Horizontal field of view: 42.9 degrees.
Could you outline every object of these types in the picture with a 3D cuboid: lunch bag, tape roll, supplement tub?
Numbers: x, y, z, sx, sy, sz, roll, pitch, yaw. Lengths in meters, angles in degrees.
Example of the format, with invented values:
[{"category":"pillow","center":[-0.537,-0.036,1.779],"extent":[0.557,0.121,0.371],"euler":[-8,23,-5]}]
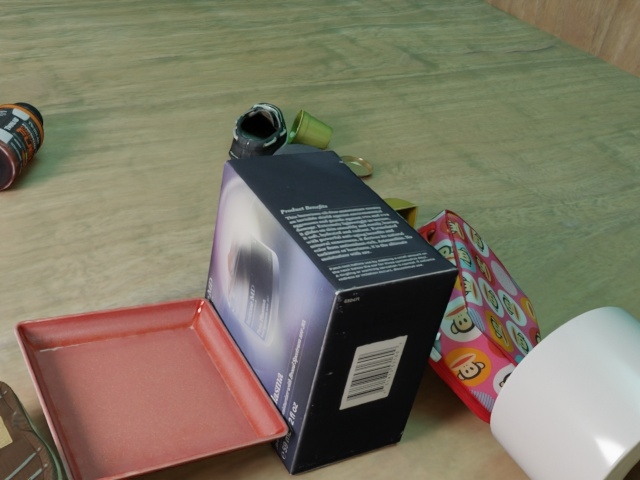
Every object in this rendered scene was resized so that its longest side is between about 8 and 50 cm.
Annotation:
[{"category":"lunch bag","center":[0.212,0.093,1.183],"extent":[0.258,0.120,0.293],"euler":[46,24,-25]},{"category":"tape roll","center":[0.360,0.228,1.023],"extent":[0.246,0.246,0.169],"euler":[-9,38,-32]},{"category":"supplement tub","center":[-0.552,-0.174,1.426],"extent":[0.106,0.106,0.198],"euler":[11,32,-4]}]

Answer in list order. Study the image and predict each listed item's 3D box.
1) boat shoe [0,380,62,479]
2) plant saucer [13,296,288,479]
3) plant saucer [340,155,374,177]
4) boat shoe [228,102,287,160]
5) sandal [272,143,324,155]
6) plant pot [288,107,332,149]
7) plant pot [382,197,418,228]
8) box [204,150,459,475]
[{"category":"boat shoe","center":[-0.316,0.254,0.855],"extent":[0.095,0.095,0.257],"euler":[-22,36,-15]},{"category":"plant saucer","center":[-0.208,0.179,0.977],"extent":[0.258,0.047,0.259],"euler":[-6,40,-33]},{"category":"plant saucer","center":[0.071,-0.153,1.719],"extent":[0.083,0.015,0.083],"euler":[10,33,-6]},{"category":"boat shoe","center":[-0.121,-0.231,1.693],"extent":[0.114,0.091,0.302],"euler":[11,32,-5]},{"category":"sandal","center":[-0.073,-0.110,1.565],"extent":[0.097,0.054,0.254],"euler":[28,45,14]},{"category":"plant pot","center":[-0.018,-0.234,1.761],"extent":[0.079,0.083,0.083],"euler":[19,30,-13]},{"category":"plant pot","center":[0.119,-0.038,1.503],"extent":[0.082,0.081,0.083],"euler":[-11,29,-34]},{"category":"box","center":[-0.012,0.083,1.058],"extent":[0.183,0.296,0.294],"euler":[-8,37,-30]}]
